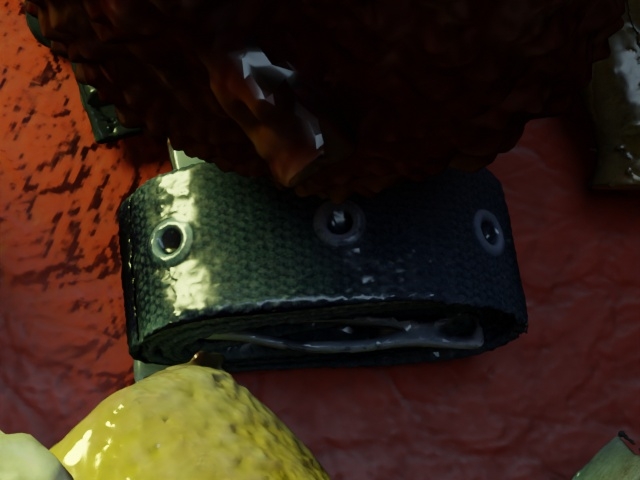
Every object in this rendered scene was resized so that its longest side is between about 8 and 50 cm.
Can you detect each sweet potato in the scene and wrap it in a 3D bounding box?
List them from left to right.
[{"bbox_3d":[0.195,-0.151,0.921,0.112,0.085,0.285,32,49,-33],"label":"sweet potato"}]

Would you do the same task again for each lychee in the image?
[{"bbox_3d":[0.000,-0.170,0.671,0.306,0.306,0.330,12,59,-4],"label":"lychee"}]

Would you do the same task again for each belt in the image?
[{"bbox_3d":[0.000,0.001,0.798,0.218,0.122,0.128,-1,66,-8],"label":"belt"}]

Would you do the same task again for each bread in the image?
[{"bbox_3d":[-0.061,0.167,0.694,0.197,0.197,0.170,-28,64,-18],"label":"bread"}]

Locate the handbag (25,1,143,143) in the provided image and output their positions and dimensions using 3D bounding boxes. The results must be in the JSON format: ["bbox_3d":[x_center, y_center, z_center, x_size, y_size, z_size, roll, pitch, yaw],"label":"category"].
[{"bbox_3d":[-0.047,-0.239,0.890,0.329,0.122,0.303,-16,72,-14],"label":"handbag"}]

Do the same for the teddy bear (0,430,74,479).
[{"bbox_3d":[-0.295,0.227,0.563,0.362,0.375,0.327,-18,97,-32],"label":"teddy bear"}]

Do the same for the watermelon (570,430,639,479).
[{"bbox_3d":[0.197,0.247,0.690,0.262,0.201,0.213,39,77,3],"label":"watermelon"}]
